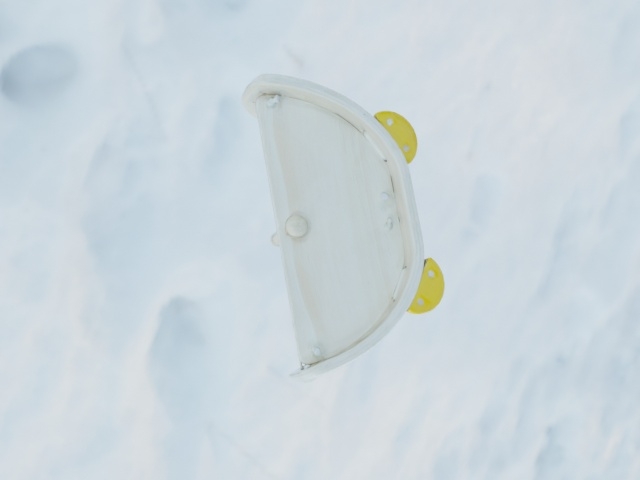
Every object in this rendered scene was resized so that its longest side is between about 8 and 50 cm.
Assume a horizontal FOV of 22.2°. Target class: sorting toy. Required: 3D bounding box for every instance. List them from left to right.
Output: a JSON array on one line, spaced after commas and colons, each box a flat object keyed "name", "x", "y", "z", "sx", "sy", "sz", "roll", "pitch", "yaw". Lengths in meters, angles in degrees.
[{"name": "sorting toy", "x": 0.000, "y": 0.000, "z": 0.472, "sx": 0.045, "sy": 0.075, "sz": 0.083, "roll": -7, "pitch": 81, "yaw": -16}]
